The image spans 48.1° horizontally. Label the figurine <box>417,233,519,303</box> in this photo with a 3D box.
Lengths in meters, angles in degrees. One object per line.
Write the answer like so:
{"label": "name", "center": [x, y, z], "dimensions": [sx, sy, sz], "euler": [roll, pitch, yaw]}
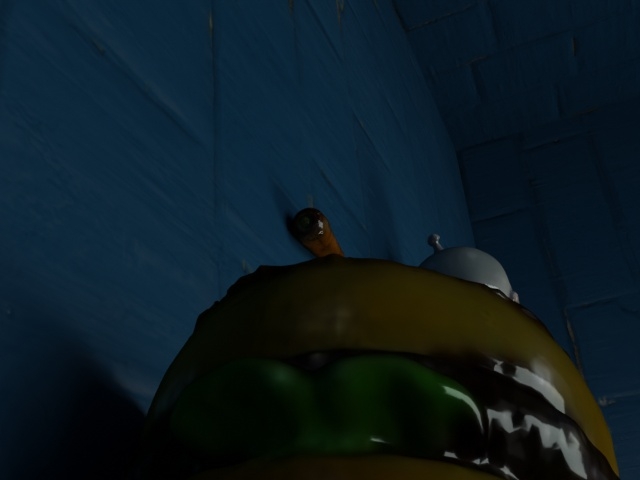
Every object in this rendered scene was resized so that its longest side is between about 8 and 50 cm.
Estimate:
{"label": "figurine", "center": [0.319, 0.154, 1.548], "dimensions": [0.361, 0.253, 0.211], "euler": [-93, 173, -58]}

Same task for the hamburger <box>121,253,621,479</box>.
{"label": "hamburger", "center": [0.038, 0.239, 0.499], "dimensions": [0.277, 0.395, 0.396], "euler": [-80, 150, -56]}

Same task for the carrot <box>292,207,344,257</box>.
{"label": "carrot", "center": [0.000, 0.000, 1.115], "dimensions": [0.161, 0.055, 0.055], "euler": [57, 24, -62]}
